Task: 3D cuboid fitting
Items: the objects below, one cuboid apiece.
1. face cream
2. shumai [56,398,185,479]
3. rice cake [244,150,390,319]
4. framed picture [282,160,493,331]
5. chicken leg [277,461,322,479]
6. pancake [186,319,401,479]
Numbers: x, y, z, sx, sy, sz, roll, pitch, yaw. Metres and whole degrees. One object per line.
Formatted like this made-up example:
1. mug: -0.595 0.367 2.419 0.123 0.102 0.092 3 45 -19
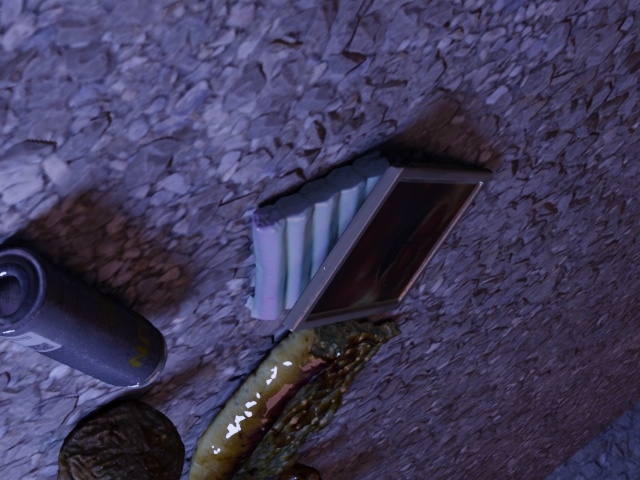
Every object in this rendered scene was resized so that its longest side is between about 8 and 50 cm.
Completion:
1. face cream: -0.210 0.079 1.114 0.073 0.073 0.283 -40 156 1
2. shumai: -0.214 0.243 1.349 0.139 0.123 0.105 -48 169 -13
3. rice cake: 0.000 0.000 1.318 0.189 0.037 0.198 -27 154 -26
4. framed picture: 0.082 0.002 1.383 0.211 0.020 0.289 -56 159 16
5. chicken leg: -0.119 0.425 1.811 0.304 0.113 0.093 -28 175 -28
6. pancake: -0.050 0.246 1.645 0.305 0.067 0.427 -9 140 -51
